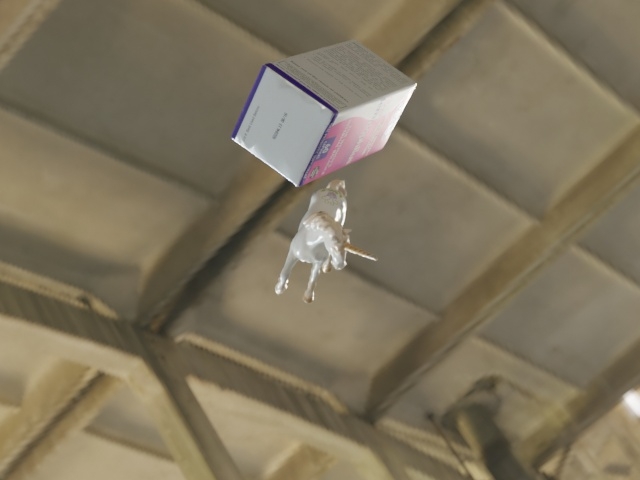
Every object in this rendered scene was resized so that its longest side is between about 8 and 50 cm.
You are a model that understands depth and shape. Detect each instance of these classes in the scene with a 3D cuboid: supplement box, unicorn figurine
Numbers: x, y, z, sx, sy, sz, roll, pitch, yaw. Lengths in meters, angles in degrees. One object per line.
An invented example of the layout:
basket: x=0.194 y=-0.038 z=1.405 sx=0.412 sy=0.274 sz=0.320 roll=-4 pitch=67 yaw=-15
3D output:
supplement box: x=0.008 y=-0.163 z=1.558 sx=0.220 sy=0.114 sz=0.111 roll=-30 pitch=-28 yaw=-55
unicorn figurine: x=0.000 y=0.000 z=1.096 sx=0.060 sy=0.162 sz=0.111 roll=12 pitch=-52 yaw=-12
